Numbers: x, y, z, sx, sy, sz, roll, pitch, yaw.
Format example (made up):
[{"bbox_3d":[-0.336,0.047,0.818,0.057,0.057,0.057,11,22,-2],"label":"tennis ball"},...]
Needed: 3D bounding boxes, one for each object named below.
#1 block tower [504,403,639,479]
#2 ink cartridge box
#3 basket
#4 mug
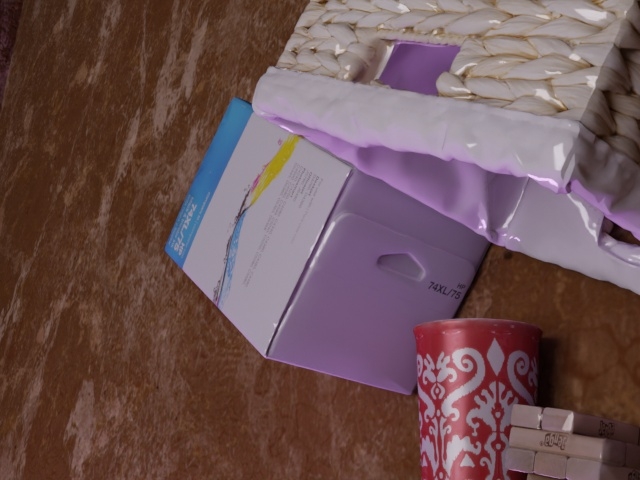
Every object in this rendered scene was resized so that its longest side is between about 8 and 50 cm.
[{"bbox_3d":[0.179,0.297,0.667,0.091,0.097,0.335,-6,70,53],"label":"block tower"},{"bbox_3d":[0.000,0.000,0.955,0.270,0.198,0.197,37,103,54],"label":"ink cartridge box"},{"bbox_3d":[0.196,-0.123,0.654,0.328,0.331,0.266,24,88,54],"label":"basket"},{"bbox_3d":[0.141,0.165,0.796,0.113,0.150,0.169,-2,73,14],"label":"mug"}]
